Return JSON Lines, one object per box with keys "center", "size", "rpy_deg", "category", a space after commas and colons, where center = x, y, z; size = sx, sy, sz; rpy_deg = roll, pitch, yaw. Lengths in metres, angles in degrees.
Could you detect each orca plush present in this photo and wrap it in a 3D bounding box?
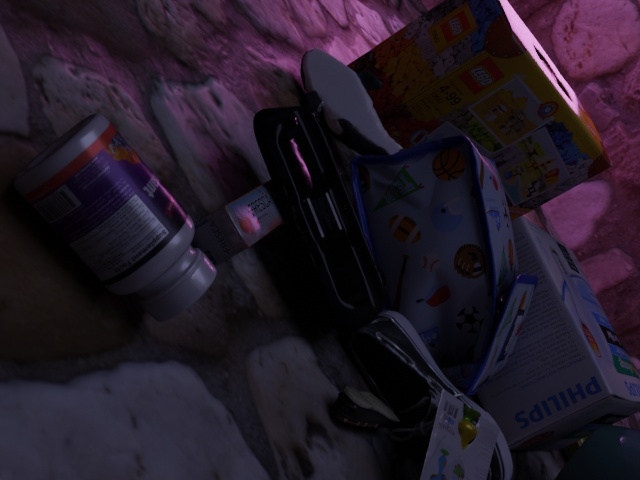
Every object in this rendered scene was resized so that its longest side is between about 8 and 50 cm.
{"center": [0.063, -0.221, 1.750], "size": [0.287, 0.151, 0.102], "rpy_deg": [37, -24, 11], "category": "orca plush"}

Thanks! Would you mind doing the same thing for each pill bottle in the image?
{"center": [-0.190, -0.017, 0.922], "size": [0.193, 0.108, 0.108], "rpy_deg": [52, 23, -19], "category": "pill bottle"}

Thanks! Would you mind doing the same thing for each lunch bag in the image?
{"center": [0.214, 0.049, 1.538], "size": [0.328, 0.239, 0.385], "rpy_deg": [8, 72, -71], "category": "lunch bag"}

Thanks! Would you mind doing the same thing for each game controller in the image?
{"center": [0.000, -0.032, 1.294], "size": [0.166, 0.067, 0.319], "rpy_deg": [-22, 90, -59], "category": "game controller"}

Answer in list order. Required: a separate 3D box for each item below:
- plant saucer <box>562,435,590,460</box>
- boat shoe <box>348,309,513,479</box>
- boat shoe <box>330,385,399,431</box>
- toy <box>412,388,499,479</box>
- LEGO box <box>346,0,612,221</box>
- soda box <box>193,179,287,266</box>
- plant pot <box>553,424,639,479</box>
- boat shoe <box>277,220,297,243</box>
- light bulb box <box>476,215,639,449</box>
{"center": [0.564, 0.458, 2.042], "size": [0.188, 0.045, 0.188], "rpy_deg": [12, 51, -63], "category": "plant saucer"}
{"center": [0.149, 0.236, 1.336], "size": [0.306, 0.113, 0.105], "rpy_deg": [57, 28, 3], "category": "boat shoe"}
{"center": [0.058, 0.224, 1.248], "size": [0.049, 0.042, 0.133], "rpy_deg": [43, 8, 36], "category": "boat shoe"}
{"center": [0.152, 0.327, 1.236], "size": [0.137, 0.056, 0.237], "rpy_deg": [37, 64, -36], "category": "toy"}
{"center": [0.322, -0.249, 1.994], "size": [0.500, 0.372, 0.193], "rpy_deg": [36, 31, -44], "category": "LEGO box"}
{"center": [-0.096, -0.024, 1.198], "size": [0.058, 0.063, 0.183], "rpy_deg": [60, 20, -4], "category": "soda box"}
{"center": [0.530, 0.460, 1.651], "size": [0.235, 0.293, 0.293], "rpy_deg": [38, 12, 26], "category": "plant pot"}
{"center": [0.000, 0.000, 1.388], "size": [0.184, 0.066, 0.063], "rpy_deg": [44, 43, -44], "category": "boat shoe"}
{"center": [0.418, 0.191, 1.826], "size": [0.358, 0.225, 0.361], "rpy_deg": [21, 42, -58], "category": "light bulb box"}
